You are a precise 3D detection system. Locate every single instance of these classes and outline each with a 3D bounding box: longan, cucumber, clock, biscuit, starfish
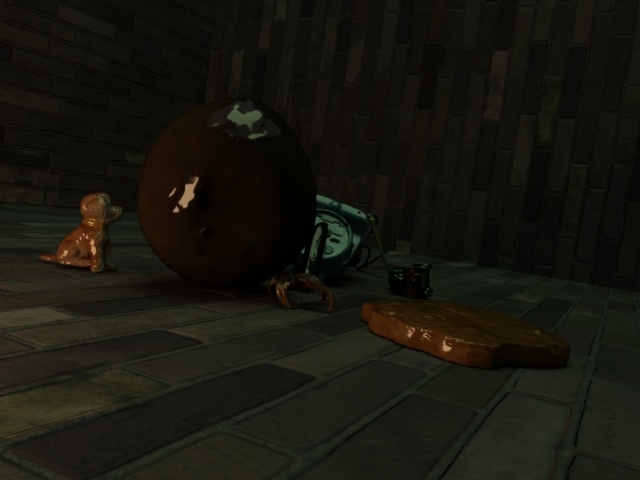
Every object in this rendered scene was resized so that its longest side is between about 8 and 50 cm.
[{"bbox_3d":[-0.212,-0.091,1.363,0.405,0.435,0.403,-4,41,3],"label":"longan"},{"bbox_3d":[-0.021,0.039,1.607,0.056,0.056,0.284,8,41,7],"label":"cucumber"},{"bbox_3d":[0.000,0.000,1.740,0.224,0.274,0.094,19,-36,9],"label":"clock"},{"bbox_3d":[0.276,0.166,1.177,0.366,0.062,0.385,5,5,-31],"label":"biscuit"},{"bbox_3d":[-0.046,0.109,1.339,0.147,0.074,0.190,0,4,-20],"label":"starfish"}]

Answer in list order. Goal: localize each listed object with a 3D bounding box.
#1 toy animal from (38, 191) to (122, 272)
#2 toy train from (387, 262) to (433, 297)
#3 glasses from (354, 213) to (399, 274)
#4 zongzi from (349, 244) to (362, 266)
[{"bbox_3d":[-0.569,-0.029,1.406,0.184,0.184,0.104,8,5,5],"label":"toy animal"},{"bbox_3d":[0.262,0.116,1.759,0.137,0.091,0.228,-2,2,17],"label":"toy train"},{"bbox_3d":[0.204,0.034,2.151,0.207,0.238,0.102,28,36,20],"label":"glasses"},{"bbox_3d":[-0.125,-0.016,2.056,0.468,0.218,0.500,3,2,-8],"label":"zongzi"}]
